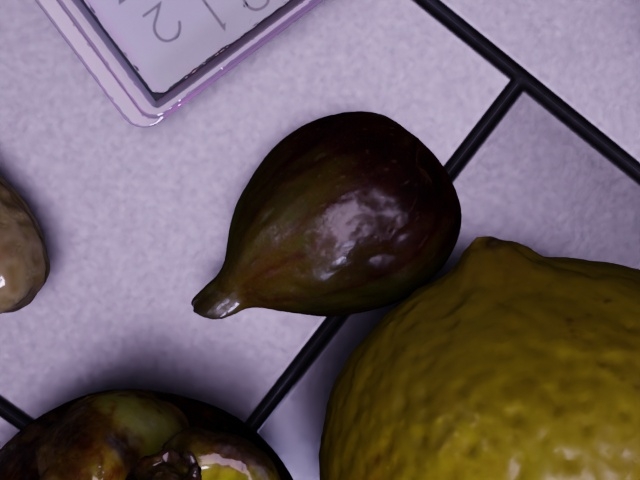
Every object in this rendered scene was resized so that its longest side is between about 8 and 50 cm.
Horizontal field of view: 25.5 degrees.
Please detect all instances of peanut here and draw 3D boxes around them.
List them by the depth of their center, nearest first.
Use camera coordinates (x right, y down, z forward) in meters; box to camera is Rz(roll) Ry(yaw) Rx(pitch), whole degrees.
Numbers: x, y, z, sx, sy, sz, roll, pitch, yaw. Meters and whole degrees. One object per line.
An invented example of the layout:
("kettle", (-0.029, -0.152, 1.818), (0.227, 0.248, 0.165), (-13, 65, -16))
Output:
("peanut", (-0.217, -0.029, 0.757), (0.080, 0.080, 0.174), (-39, 96, 0))

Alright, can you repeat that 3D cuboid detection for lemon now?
("lemon", (0.124, 0.137, 0.726), (0.267, 0.267, 0.267), (-1, 97, -6))

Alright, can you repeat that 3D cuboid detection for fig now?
("fig", (0.000, 0.000, 0.768), (0.154, 0.103, 0.109), (-40, 77, -8))

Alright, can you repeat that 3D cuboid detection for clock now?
("clock", (-0.063, -0.173, 0.758), (0.197, 0.063, 0.150), (-36, 100, 0))

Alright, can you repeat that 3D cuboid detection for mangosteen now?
("mangosteen", (-0.091, 0.162, 0.722), (0.192, 0.217, 0.192), (4, 70, -11))
